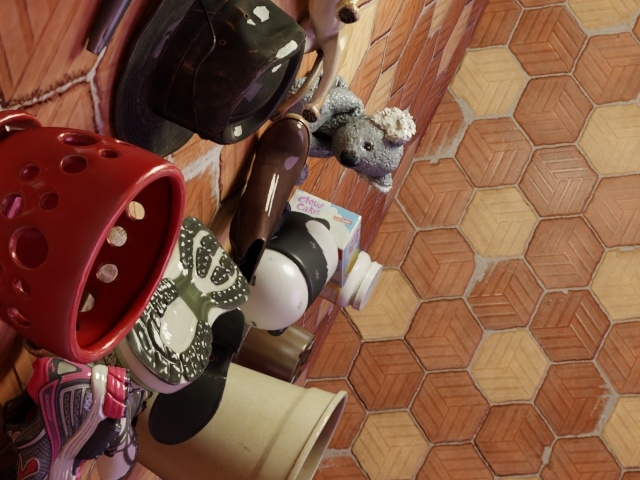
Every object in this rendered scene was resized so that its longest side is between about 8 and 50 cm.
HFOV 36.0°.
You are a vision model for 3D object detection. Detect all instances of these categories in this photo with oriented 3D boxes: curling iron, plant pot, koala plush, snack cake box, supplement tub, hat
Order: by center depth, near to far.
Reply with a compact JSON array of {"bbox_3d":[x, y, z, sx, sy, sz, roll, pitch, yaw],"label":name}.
[{"bbox_3d":[-0.234,-0.014,0.856,0.191,0.174,0.191,-60,169,-19],"label":"plant pot"},{"bbox_3d":[-0.154,-0.301,0.952,0.274,0.035,0.068,-64,170,-1],"label":"curling iron"},{"bbox_3d":[-0.101,-0.214,1.167,0.331,0.134,0.331,-60,168,-21],"label":"hat"},{"bbox_3d":[0.052,-0.188,1.748,0.203,0.221,0.196,-52,164,-51],"label":"koala plush"},{"bbox_3d":[-0.160,0.350,1.756,0.334,0.305,0.334,-60,170,-19],"label":"plant pot"},{"bbox_3d":[-0.110,0.224,2.107,0.167,0.165,0.167,-60,169,-19],"label":"plant pot"},{"bbox_3d":[0.000,0.000,2.154,0.089,0.152,0.264,-62,170,-17],"label":"snack cake box"},{"bbox_3d":[0.031,0.071,2.347,0.144,0.200,0.144,-61,170,-19],"label":"supplement tub"}]

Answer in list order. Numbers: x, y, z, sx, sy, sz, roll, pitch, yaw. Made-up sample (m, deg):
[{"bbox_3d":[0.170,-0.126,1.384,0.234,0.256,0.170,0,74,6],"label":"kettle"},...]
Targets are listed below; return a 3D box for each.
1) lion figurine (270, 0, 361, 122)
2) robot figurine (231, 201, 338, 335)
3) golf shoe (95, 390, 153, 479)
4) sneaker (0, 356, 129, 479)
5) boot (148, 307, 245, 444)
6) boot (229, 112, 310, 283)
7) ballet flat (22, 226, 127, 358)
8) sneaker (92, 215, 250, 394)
[{"bbox_3d":[0.025,-0.367,1.503,0.392,0.142,0.240,-52,-169,51],"label":"lion figurine"},{"bbox_3d":[-0.074,0.051,1.863,0.173,0.209,0.278,-34,-169,35],"label":"robot figurine"},{"bbox_3d":[-0.321,0.290,1.492,0.094,0.077,0.198,-22,132,-59],"label":"golf shoe"},{"bbox_3d":[-0.333,0.234,1.175,0.299,0.112,0.121,-53,-151,32],"label":"sneaker"},{"bbox_3d":[-0.204,0.187,1.597,0.263,0.091,0.229,-61,-163,-3],"label":"boot"},{"bbox_3d":[-0.082,-0.062,1.599,0.207,0.090,0.248,-90,-157,-54],"label":"boot"},{"bbox_3d":[-0.275,0.045,1.103,0.206,0.073,0.067,-68,161,8],"label":"ballet flat"},{"bbox_3d":[-0.233,0.097,1.383,0.182,0.158,0.410,-29,-168,21],"label":"sneaker"}]
